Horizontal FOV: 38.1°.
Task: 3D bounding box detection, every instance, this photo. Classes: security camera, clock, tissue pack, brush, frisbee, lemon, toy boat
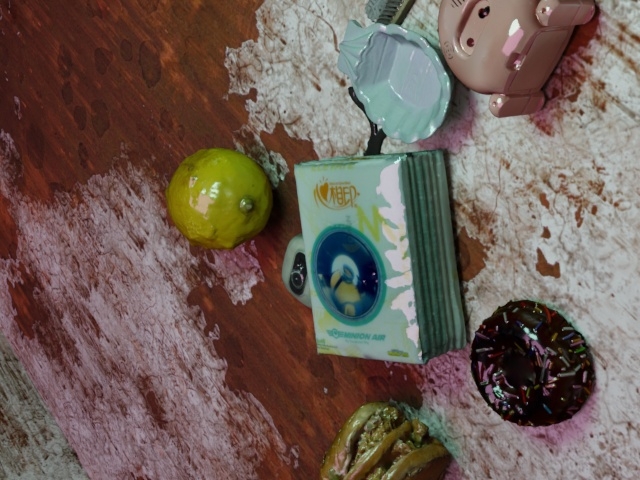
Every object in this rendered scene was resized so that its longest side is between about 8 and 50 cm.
[{"bbox_3d":[0.000,0.000,1.969,0.157,0.080,0.302,38,124,37],"label":"security camera"},{"bbox_3d":[0.280,-0.351,1.500,0.241,0.142,0.227,51,134,31],"label":"clock"},{"bbox_3d":[0.110,0.028,1.772,0.287,0.162,0.388,0,101,43],"label":"tissue pack"},{"bbox_3d":[0.168,-0.505,1.642,0.070,0.065,0.327,57,135,24],"label":"brush"},{"bbox_3d":[0.103,-0.232,1.828,0.187,0.012,0.211,58,137,18],"label":"frisbee"},{"bbox_3d":[-0.228,-0.094,2.083,0.288,0.233,0.234,13,111,51],"label":"lemon"},{"bbox_3d":[0.150,-0.300,1.690,0.290,0.100,0.199,42,129,32],"label":"toy boat"}]

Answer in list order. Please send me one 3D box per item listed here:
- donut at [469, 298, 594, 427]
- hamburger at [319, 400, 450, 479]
[{"bbox_3d":[0.356,0.218,1.615,0.235,0.089,0.235,16,112,47],"label":"donut"},{"bbox_3d":[0.117,0.459,1.860,0.211,0.245,0.260,39,167,24],"label":"hamburger"}]
